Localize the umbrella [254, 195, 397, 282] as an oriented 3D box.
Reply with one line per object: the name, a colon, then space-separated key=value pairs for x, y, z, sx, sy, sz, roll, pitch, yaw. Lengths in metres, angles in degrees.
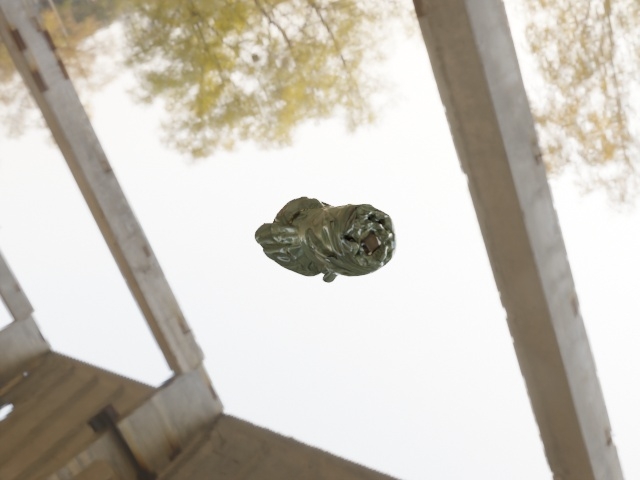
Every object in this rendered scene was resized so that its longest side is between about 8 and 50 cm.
umbrella: x=0.000 y=0.000 z=0.532 sx=0.067 sy=0.062 sz=0.143 roll=-10 pitch=-174 yaw=-30
